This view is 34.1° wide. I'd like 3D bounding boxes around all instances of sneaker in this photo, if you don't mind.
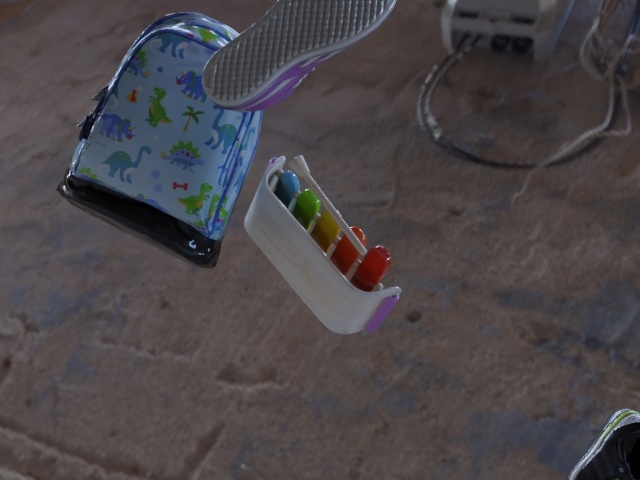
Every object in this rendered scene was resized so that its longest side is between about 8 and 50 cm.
[{"bbox_3d":[0.494,0.394,1.772,0.084,0.097,0.234,19,-80,-24],"label":"sneaker"},{"bbox_3d":[-0.025,-0.266,1.405,0.282,0.161,0.102,-28,-96,5],"label":"sneaker"}]

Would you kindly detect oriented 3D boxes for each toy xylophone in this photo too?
[{"bbox_3d":[0.000,0.000,1.649,0.322,0.081,0.236,55,-37,11],"label":"toy xylophone"}]

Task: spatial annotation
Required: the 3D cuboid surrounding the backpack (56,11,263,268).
[{"bbox_3d":[-0.223,-0.176,1.631,0.290,0.355,0.273,27,-8,3],"label":"backpack"}]
